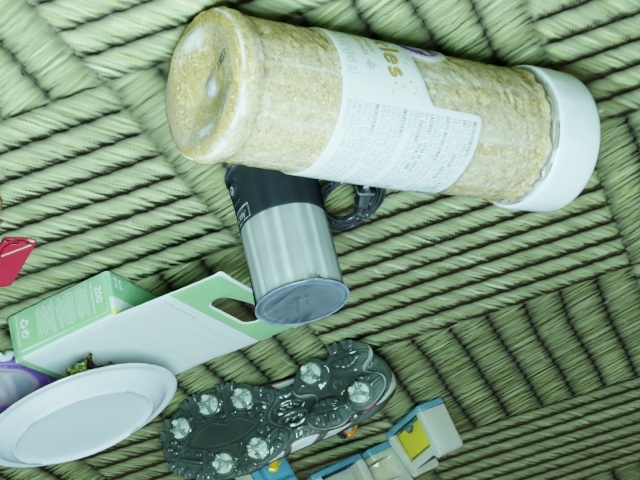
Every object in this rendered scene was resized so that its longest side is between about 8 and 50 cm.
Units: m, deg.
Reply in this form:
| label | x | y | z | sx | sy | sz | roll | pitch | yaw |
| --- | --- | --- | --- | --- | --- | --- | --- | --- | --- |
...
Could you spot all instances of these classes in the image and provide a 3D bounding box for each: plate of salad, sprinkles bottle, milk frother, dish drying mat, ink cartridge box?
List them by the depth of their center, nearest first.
| label | x | y | z | sx | sy | sz | roll | pitch | yaw |
| --- | --- | --- | --- | --- | --- | --- | --- | --- | --- |
| sprinkles bottle | 0.056 | -0.098 | 1.461 | 0.355 | 0.121 | 0.121 | 6 | 147 | -35 |
| milk frother | 0.000 | 0.000 | 1.612 | 0.143 | 0.135 | 0.129 | -11 | 154 | -5 |
| dish drying mat | -0.282 | 0.021 | 1.659 | 0.032 | 0.008 | 0.083 | 0 | 150 | -28 |
| ink cartridge box | -0.155 | 0.076 | 1.773 | 0.235 | 0.056 | 0.171 | -25 | 151 | 21 |
| plate of salad | -0.236 | 0.163 | 1.789 | 0.200 | 0.048 | 0.200 | -19 | 154 | -10 |

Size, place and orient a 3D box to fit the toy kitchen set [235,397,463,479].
| label | x | y | z | sx | sy | sz | roll | pitch | yaw |
| --- | --- | --- | --- | --- | --- | --- | --- | --- | --- |
| toy kitchen set | 0.032 | 0.254 | 2.182 | 0.207 | 0.122 | 0.166 | -19 | 161 | -39 |

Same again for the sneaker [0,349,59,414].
| label | x | y | z | sx | sy | sz | roll | pitch | yaw |
| --- | --- | --- | --- | --- | --- | --- | --- | --- | --- |
| sneaker | -0.341 | 0.160 | 1.796 | 0.095 | 0.104 | 0.236 | -35 | 148 | 33 |

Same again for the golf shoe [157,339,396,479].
| label | x | y | z | sx | sy | sz | roll | pitch | yaw |
| --- | --- | --- | --- | --- | --- | --- | --- | --- | --- |
| golf shoe | -0.042 | 0.200 | 2.022 | 0.273 | 0.105 | 0.120 | -20 | 160 | 14 |

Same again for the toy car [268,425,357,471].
| label | x | y | z | sx | sy | sz | roll | pitch | yaw |
| --- | --- | --- | --- | --- | --- | --- | --- | --- | --- |
| toy car | -0.007 | 0.219 | 2.086 | 0.122 | 0.060 | 0.040 | -44 | 143 | -43 |

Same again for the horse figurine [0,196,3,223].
| label | x | y | z | sx | sy | sz | roll | pitch | yaw |
| --- | --- | --- | --- | --- | --- | --- | --- | --- | --- |
| horse figurine | -0.342 | -0.044 | 1.431 | 0.174 | 0.066 | 0.263 | -21 | 149 | -11 |
